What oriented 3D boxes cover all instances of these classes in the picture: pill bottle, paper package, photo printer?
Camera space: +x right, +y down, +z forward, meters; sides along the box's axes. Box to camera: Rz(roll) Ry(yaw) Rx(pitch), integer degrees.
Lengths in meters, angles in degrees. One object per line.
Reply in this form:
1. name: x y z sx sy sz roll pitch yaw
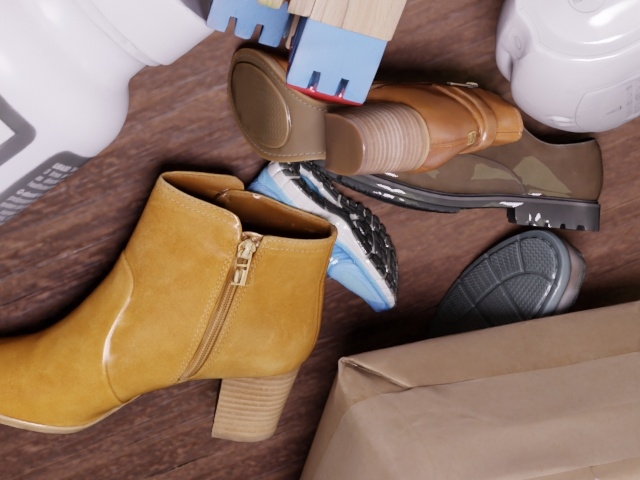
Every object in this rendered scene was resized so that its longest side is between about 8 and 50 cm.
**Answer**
1. pill bottle: -0.260 -0.103 1.161 0.363 0.210 0.210 -35 121 10
2. paper package: 0.141 0.220 1.379 0.309 0.168 0.325 -8 141 -22
3. photo printer: 0.265 -0.180 1.207 0.307 0.256 0.107 -27 80 6

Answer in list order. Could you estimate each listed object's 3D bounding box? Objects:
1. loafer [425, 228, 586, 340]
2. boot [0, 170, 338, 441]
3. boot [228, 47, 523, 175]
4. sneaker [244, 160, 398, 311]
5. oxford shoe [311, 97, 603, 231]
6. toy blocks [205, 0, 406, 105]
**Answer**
1. loafer: 0.136 0.096 1.443 0.084 0.096 0.267 12 127 -39
2. boot: -0.145 0.041 1.328 0.295 0.104 0.211 7 119 -9
3. boot: 0.036 -0.094 1.271 0.152 0.197 0.073 -11 120 -35
4. sneaker: 0.000 0.000 1.373 0.073 0.063 0.162 -33 116 26
5. oxford shoe: 0.107 -0.065 1.347 0.227 0.083 0.096 6 94 -10
6. toy blocks: 0.010 -0.229 1.066 0.191 0.381 0.261 15 133 -7
